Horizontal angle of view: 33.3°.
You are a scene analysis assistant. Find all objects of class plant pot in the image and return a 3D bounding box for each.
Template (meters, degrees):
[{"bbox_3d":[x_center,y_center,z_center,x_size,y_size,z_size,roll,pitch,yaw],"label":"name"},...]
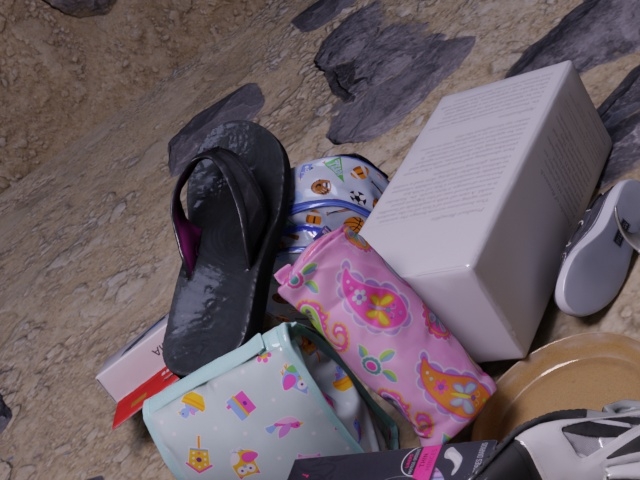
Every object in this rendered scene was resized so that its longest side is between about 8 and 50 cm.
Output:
[{"bbox_3d":[0.280,0.200,1.195,0.236,0.032,0.236,-27,29,17],"label":"plant pot"}]

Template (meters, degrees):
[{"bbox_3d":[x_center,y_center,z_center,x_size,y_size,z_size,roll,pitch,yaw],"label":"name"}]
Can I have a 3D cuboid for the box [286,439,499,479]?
[{"bbox_3d":[0.084,0.322,1.114,0.270,0.143,0.165,-15,35,37],"label":"box"}]

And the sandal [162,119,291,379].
[{"bbox_3d":[-0.134,-0.019,1.448,0.168,0.107,0.445,-17,47,21],"label":"sandal"}]

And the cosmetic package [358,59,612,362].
[{"bbox_3d":[0.218,-0.040,1.467,0.230,0.161,0.453,-11,33,40],"label":"cosmetic package"}]

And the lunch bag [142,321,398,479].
[{"bbox_3d":[-0.057,0.228,1.295,0.223,0.262,0.160,-29,29,18],"label":"lunch bag"}]

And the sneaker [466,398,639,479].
[{"bbox_3d":[0.273,0.226,0.965,0.331,0.122,0.146,-16,31,-25],"label":"sneaker"}]

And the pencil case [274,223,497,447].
[{"bbox_3d":[0.075,0.111,1.255,0.124,0.284,0.124,-44,-1,-1],"label":"pencil case"}]

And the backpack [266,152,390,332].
[{"bbox_3d":[0.000,0.000,1.587,0.263,0.276,0.213,-28,45,28],"label":"backpack"}]

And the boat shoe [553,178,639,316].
[{"bbox_3d":[0.346,0.011,1.367,0.076,0.080,0.228,-24,28,57],"label":"boat shoe"}]

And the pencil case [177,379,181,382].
[{"bbox_3d":[-0.157,0.205,1.663,0.152,0.064,0.070,-37,18,-1],"label":"pencil case"}]

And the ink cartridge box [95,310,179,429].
[{"bbox_3d":[-0.230,0.159,1.740,0.296,0.066,0.261,-37,8,0],"label":"ink cartridge box"}]

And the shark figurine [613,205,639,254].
[{"bbox_3d":[0.457,0.013,1.237,0.116,0.166,0.278,-9,-7,-16],"label":"shark figurine"}]
